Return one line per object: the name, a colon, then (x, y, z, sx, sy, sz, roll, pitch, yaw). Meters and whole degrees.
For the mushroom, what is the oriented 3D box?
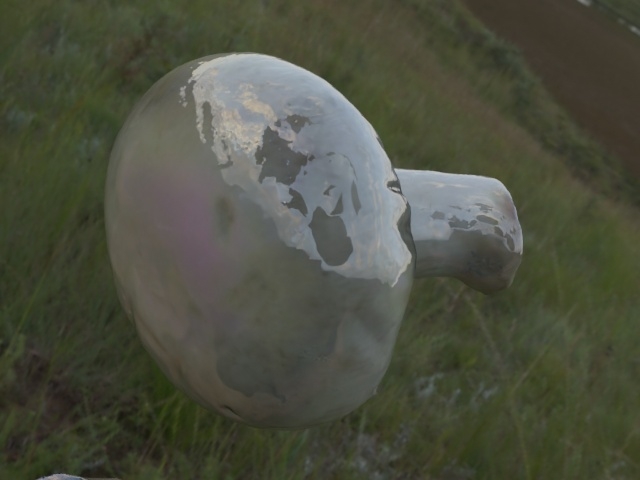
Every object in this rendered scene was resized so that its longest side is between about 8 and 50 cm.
mushroom: (-0.024, 0.020, 0.814, 0.356, 0.315, 0.315, 29, 24, -1)

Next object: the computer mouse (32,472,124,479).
computer mouse: (-0.222, 0.269, 0.708, 0.388, 0.115, 0.199, -15, 42, -19)
